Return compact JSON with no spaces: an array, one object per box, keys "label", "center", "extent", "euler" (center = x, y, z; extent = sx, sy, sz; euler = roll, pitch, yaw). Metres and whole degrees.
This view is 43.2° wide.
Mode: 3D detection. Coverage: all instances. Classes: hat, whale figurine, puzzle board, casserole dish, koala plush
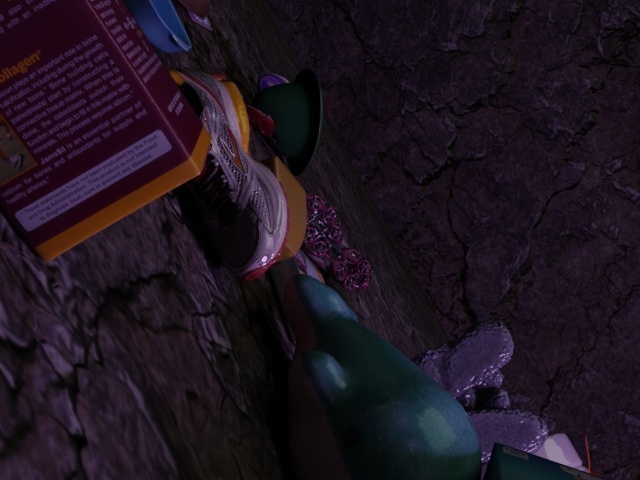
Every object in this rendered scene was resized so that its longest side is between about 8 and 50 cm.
[{"label":"hat","center":[-0.107,-0.206,1.314],"extent":[0.208,0.183,0.173],"euler":[117,-33,-48]},{"label":"whale figurine","center":[0.049,0.141,0.715],"extent":[0.216,0.141,0.272],"euler":[51,15,-47]},{"label":"puzzle board","center":[-0.215,-0.398,1.332],"extent":[0.096,0.011,0.128],"euler":[61,9,-3]},{"label":"casserole dish","center":[-0.212,-0.295,0.944],"extent":[0.188,0.037,0.114],"euler":[62,9,11]},{"label":"koala plush","center":[0.178,0.241,1.174],"extent":[0.221,0.203,0.196],"euler":[113,-39,-74]}]

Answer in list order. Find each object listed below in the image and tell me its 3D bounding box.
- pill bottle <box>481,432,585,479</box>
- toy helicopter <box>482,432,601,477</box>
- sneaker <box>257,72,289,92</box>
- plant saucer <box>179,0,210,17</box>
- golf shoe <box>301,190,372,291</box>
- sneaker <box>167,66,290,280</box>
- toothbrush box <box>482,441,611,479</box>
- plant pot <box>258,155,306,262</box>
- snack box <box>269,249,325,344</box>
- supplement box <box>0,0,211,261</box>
[{"label":"pill bottle","center":[0.381,0.509,1.213],"extent":[0.392,0.224,0.224],"euler":[65,10,27]},{"label":"toy helicopter","center":[0.411,0.490,1.408],"extent":[0.355,0.235,0.140],"euler":[65,9,20]},{"label":"sneaker","center":[-0.070,-0.238,1.490],"extent":[0.170,0.068,0.071],"euler":[64,15,13]},{"label":"plant saucer","center":[-0.226,-0.440,1.257],"extent":[0.199,0.036,0.199],"euler":[54,16,-22]},{"label":"golf shoe","center":[0.000,0.000,1.190],"extent":[0.086,0.067,0.186],"euler":[26,-26,56]},{"label":"sneaker","center":[-0.104,-0.062,0.745],"extent":[0.092,0.088,0.225],"euler":[7,52,-54]},{"label":"toothbrush box","center":[0.152,0.290,0.551],"extent":[0.295,0.126,0.216],"euler":[-4,110,-80]},{"label":"plant pot","center":[-0.060,-0.021,0.828],"extent":[0.081,0.081,0.083],"euler":[49,26,-55]},{"label":"snack box","center":[-0.014,0.074,0.917],"extent":[0.100,0.037,0.141],"euler":[53,12,-49]},{"label":"supplement box","center":[-0.153,-0.099,0.434],"extent":[0.188,0.104,0.081],"euler":[58,9,-20]}]
